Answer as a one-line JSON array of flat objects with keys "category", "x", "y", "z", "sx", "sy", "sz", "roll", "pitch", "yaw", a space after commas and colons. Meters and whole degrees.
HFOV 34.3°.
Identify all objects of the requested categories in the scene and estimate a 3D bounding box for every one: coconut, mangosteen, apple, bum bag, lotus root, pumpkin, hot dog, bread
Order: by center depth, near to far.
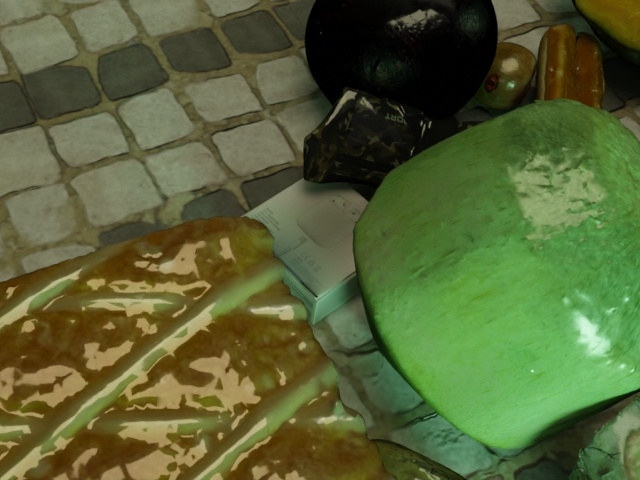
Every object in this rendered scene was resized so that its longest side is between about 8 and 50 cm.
[{"category": "bread", "x": -0.152, "y": 0.217, "z": 0.781, "sx": 0.390, "sy": 0.279, "sz": 0.371, "roll": -18, "pitch": 60, "yaw": -19}, {"category": "lotus root", "x": 0.094, "y": 0.240, "z": 0.916, "sx": 0.179, "sy": 0.080, "sz": 0.089, "roll": 34, "pitch": 60, "yaw": 21}, {"category": "coconut", "x": 0.176, "y": 0.036, "z": 0.952, "sx": 0.328, "sy": 0.328, "sz": 0.281, "roll": -6, "pitch": 62, "yaw": -12}, {"category": "bum bag", "x": 0.100, "y": -0.095, "z": 1.116, "sx": 0.248, "sy": 0.102, "sz": 0.069, "roll": 9, "pitch": 24, "yaw": -25}, {"category": "mangosteen", "x": 0.090, "y": -0.246, "z": 1.176, "sx": 0.243, "sy": 0.243, "sz": 0.243, "roll": 3, "pitch": 54, "yaw": -5}, {"category": "hot dog", "x": 0.297, "y": -0.173, "z": 1.249, "sx": 0.092, "sy": 0.062, "sz": 0.236, "roll": 26, "pitch": 48, "yaw": -9}, {"category": "apple", "x": 0.219, "y": -0.200, "z": 1.251, "sx": 0.071, "sy": 0.084, "sz": 0.084, "roll": 28, "pitch": 56, "yaw": 12}, {"category": "pumpkin", "x": 0.429, "y": -0.264, "z": 1.312, "sx": 0.148, "sy": 0.169, "sz": 0.312, "roll": -45, "pitch": 58, "yaw": -2}]

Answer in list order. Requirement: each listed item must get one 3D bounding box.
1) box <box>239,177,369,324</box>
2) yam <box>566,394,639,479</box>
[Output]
[{"category": "box", "x": 0.000, "y": 0.000, "z": 1.097, "sx": 0.129, "sy": 0.051, "sz": 0.130, "roll": -33, "pitch": 66, "yaw": -27}, {"category": "yam", "x": 0.319, "y": 0.259, "z": 0.866, "sx": 0.154, "sy": 0.154, "sz": 0.254, "roll": -30, "pitch": 68, "yaw": -25}]
